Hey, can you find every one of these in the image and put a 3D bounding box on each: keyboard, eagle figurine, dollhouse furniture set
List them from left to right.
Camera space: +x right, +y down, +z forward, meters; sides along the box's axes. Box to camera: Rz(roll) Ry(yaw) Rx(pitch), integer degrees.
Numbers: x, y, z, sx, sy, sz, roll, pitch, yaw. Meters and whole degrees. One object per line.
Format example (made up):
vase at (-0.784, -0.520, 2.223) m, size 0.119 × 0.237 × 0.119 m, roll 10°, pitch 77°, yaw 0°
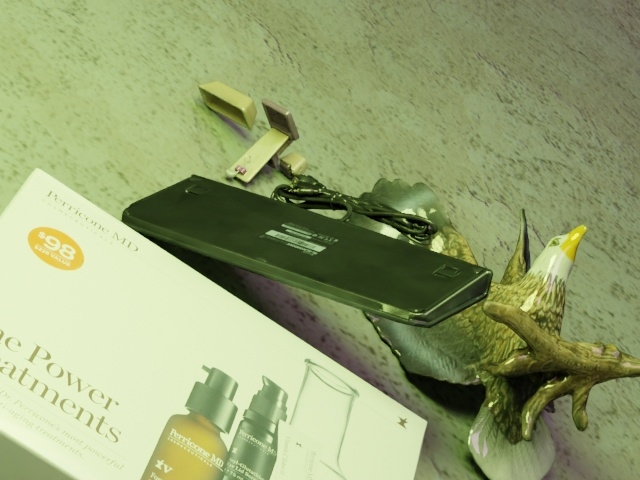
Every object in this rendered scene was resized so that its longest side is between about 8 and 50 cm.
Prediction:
dollhouse furniture set at (-0.086, -0.093, 1.639) m, size 0.114 × 0.091 × 0.081 m, roll 30°, pitch 66°, yaw 31°
keyboard at (0.000, 0.000, 1.441) m, size 0.317 × 0.033 × 0.201 m, roll 19°, pitch 29°, yaw 29°
eagle figurine at (0.170, 0.068, 1.565) m, size 0.298 × 0.225 × 0.226 m, roll 33°, pitch -32°, yaw 59°

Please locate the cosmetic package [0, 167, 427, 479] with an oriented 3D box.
cosmetic package at (-0.115, 0.141, 1.220) m, size 0.377 × 0.097 × 0.284 m, roll 33°, pitch 28°, yaw -8°
